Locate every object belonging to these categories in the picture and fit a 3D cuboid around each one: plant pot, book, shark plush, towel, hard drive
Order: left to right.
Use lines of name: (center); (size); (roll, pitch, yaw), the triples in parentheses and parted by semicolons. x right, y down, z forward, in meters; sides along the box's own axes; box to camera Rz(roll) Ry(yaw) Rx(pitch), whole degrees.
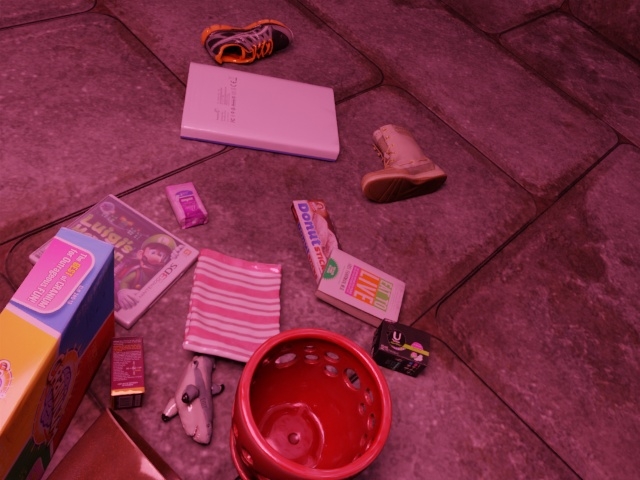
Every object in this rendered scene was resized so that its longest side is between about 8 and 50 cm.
plant pot: (-0.239, 0.332, 0.547); (0.215, 0.215, 0.230); (42, 66, 14)
shark plush: (-0.169, 0.207, 0.770); (0.067, 0.073, 0.161); (33, 26, -18)
towel: (-0.130, 0.099, 0.838); (0.144, 0.029, 0.197); (13, 42, -15)
hard drive: (-0.124, -0.275, 1.147); (0.319, 0.040, 0.210); (7, 52, -14)
plant pot: (-0.024, 0.233, 0.699); (0.191, 0.174, 0.191); (9, 52, -12)
book: (0.069, 0.083, 0.926); (0.144, 0.035, 0.096); (26, 53, -6)

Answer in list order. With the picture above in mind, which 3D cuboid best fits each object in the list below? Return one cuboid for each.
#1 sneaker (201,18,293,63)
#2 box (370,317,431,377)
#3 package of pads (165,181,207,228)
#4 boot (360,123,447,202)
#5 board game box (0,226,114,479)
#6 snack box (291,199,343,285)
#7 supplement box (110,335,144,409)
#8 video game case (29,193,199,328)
sneaker: (-0.163, -0.451, 1.250); (0.215, 0.084, 0.083); (-14, 61, -16)
box: (0.130, 0.176, 0.878); (0.083, 0.052, 0.062); (19, 50, -3)
package of pads: (-0.237, -0.063, 0.949); (0.050, 0.032, 0.083); (-17, 61, -26)
boot: (0.146, -0.168, 1.135); (0.213, 0.077, 0.165); (-11, 58, -32)
board game box: (-0.327, 0.178, 0.594); (0.064, 0.242, 0.316); (20, 50, -5)
snack box: (0.000, 0.000, 0.988); (0.064, 0.022, 0.178); (-5, 56, -23)
supplement box: (-0.264, 0.180, 0.736); (0.043, 0.055, 0.083); (0, 54, -21)
video game case: (-0.321, 0.026, 0.857); (0.190, 0.022, 0.173); (32, 50, 7)
